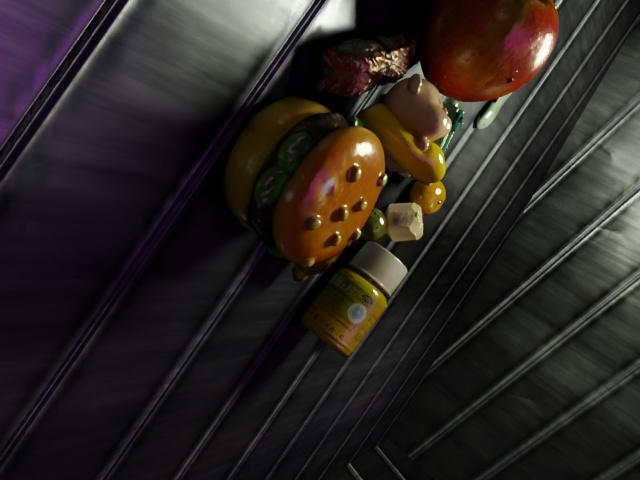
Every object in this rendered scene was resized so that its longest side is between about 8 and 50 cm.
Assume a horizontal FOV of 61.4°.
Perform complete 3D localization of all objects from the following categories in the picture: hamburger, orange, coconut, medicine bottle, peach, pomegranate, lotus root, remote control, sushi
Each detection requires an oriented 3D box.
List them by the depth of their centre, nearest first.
[{"bbox_3d":[-0.016,-0.143,1.310,0.396,0.277,0.396,-38,148,-30],"label":"hamburger"},{"bbox_3d":[0.122,-0.450,1.369,0.332,0.130,0.124,-33,140,-44],"label":"sushi"},{"bbox_3d":[0.458,-0.571,1.520,0.388,0.388,0.388,-37,146,-30],"label":"peach"},{"bbox_3d":[0.000,0.000,1.617,0.169,0.141,0.314,-4,124,-50],"label":"lotus root"},{"bbox_3d":[0.152,-0.041,1.821,0.129,0.129,0.159,0,127,-56],"label":"pomegranate"},{"bbox_3d":[0.124,0.205,1.926,0.384,0.224,0.224,-50,151,-8],"label":"medicine bottle"},{"bbox_3d":[0.299,-0.068,1.999,0.147,0.152,0.147,-2,90,-74],"label":"coconut"},{"bbox_3d":[0.412,-0.170,2.076,0.156,0.124,0.156,-41,149,-31],"label":"orange"},{"bbox_3d":[0.727,-0.559,2.230,0.256,0.045,0.097,-52,151,-12],"label":"remote control"}]

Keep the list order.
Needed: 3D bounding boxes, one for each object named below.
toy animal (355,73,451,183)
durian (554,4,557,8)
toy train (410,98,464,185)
[{"bbox_3d":[0.262,-0.308,1.479,0.247,0.277,0.345,-54,172,0],"label":"toy animal"},{"bbox_3d":[0.744,-0.805,1.967,0.208,0.102,0.146,-25,165,-4],"label":"durian"},{"bbox_3d":[0.402,-0.343,1.890,0.298,0.120,0.194,-64,171,0],"label":"toy train"}]
